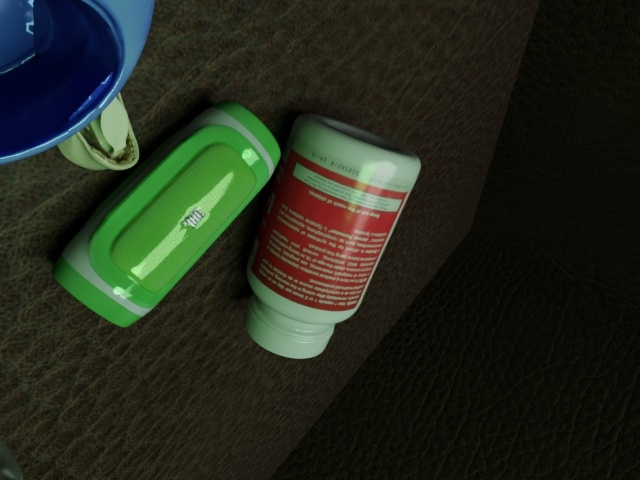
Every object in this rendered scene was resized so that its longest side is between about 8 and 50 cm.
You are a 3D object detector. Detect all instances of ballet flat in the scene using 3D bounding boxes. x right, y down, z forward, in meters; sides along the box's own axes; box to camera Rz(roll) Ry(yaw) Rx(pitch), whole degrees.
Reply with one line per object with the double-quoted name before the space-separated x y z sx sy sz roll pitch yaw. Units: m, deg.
"ballet flat" -0.225 -0.169 0.410 0.086 0.086 0.248 -39 148 -33

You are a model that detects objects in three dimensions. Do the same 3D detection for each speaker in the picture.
"speaker" -0.184 -0.040 0.568 0.296 0.131 0.131 -51 153 -15

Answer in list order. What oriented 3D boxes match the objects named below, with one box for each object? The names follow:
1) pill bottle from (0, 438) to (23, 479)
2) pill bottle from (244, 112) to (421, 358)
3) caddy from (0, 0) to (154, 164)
"pill bottle" -0.459 0.294 0.407 0.283 0.160 0.160 -44 150 -27
"pill bottle" 0.000 0.000 0.810 0.229 0.229 0.408 -11 127 -56
"caddy" -0.256 -0.153 0.194 0.341 0.179 0.241 -12 130 -36
